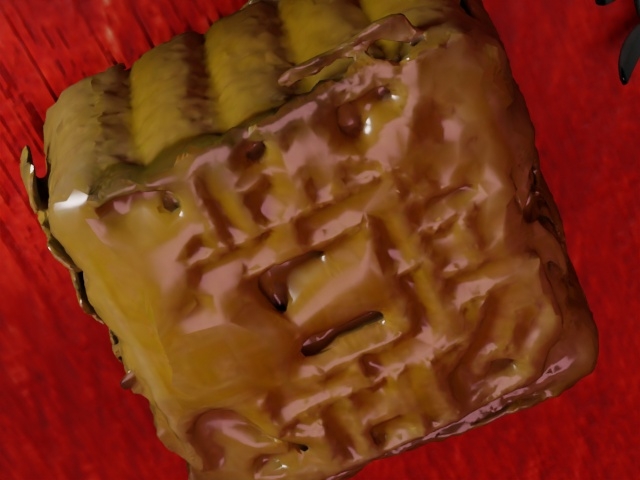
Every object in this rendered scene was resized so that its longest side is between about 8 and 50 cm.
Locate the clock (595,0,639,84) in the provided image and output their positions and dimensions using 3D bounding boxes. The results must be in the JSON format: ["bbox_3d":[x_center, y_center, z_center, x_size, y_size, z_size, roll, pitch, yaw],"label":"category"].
[{"bbox_3d":[0.196,-0.124,0.864,0.135,0.041,0.101,-22,122,1],"label":"clock"}]

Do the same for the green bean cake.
[{"bbox_3d":[0.000,0.000,0.845,0.230,0.131,0.224,-24,121,2],"label":"green bean cake"}]
